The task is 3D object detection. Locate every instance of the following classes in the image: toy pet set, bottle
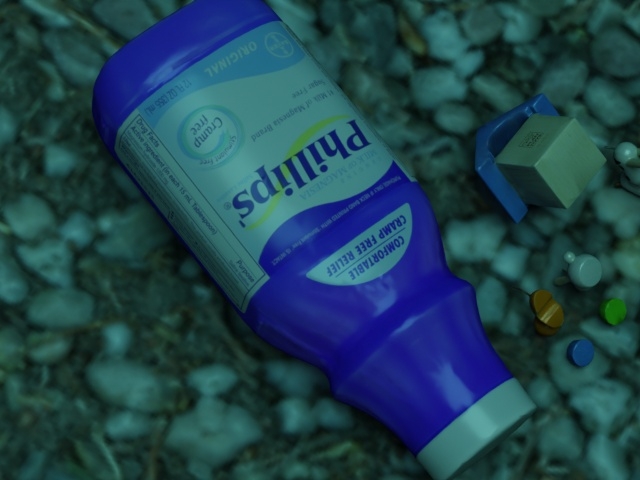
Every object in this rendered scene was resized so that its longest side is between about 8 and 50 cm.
[{"bbox_3d":[0.132,-0.014,1.102,0.122,0.065,0.114,-49,118,-18],"label":"toy pet set"},{"bbox_3d":[0.000,0.000,1.046,0.118,0.092,0.283,-34,78,-20],"label":"bottle"}]
